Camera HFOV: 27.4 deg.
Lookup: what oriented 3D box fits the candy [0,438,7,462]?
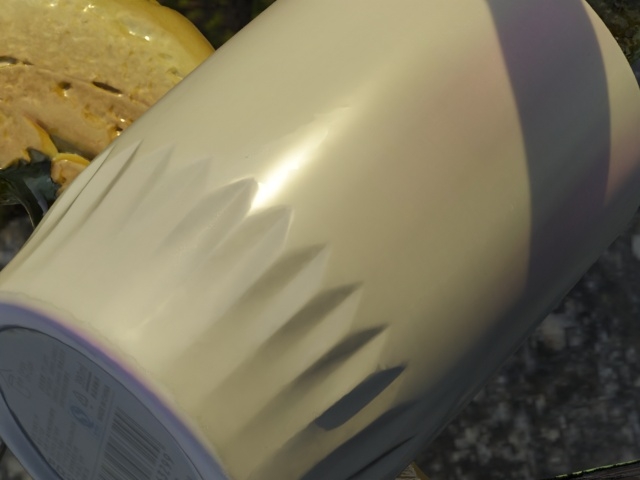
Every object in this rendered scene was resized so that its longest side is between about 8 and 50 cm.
[{"bbox_3d":[-0.401,0.153,1.258,0.157,0.214,0.290,-94,18,-51],"label":"candy"}]

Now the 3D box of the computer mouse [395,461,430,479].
[{"bbox_3d":[0.062,0.270,1.328,0.172,0.057,0.099,-11,100,60],"label":"computer mouse"}]

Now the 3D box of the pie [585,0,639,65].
[{"bbox_3d":[0.246,-0.306,1.342,0.296,0.078,0.371,36,116,-5],"label":"pie"}]

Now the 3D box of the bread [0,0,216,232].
[{"bbox_3d":[-0.208,-0.070,1.090,0.160,0.333,0.333,142,120,-69],"label":"bread"}]

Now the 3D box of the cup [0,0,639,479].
[{"bbox_3d":[0.000,0.000,0.746,0.253,0.371,0.253,27,140,25],"label":"cup"}]

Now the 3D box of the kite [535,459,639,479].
[{"bbox_3d":[0.256,0.185,0.888,0.314,0.335,0.011,126,149,-51],"label":"kite"}]
